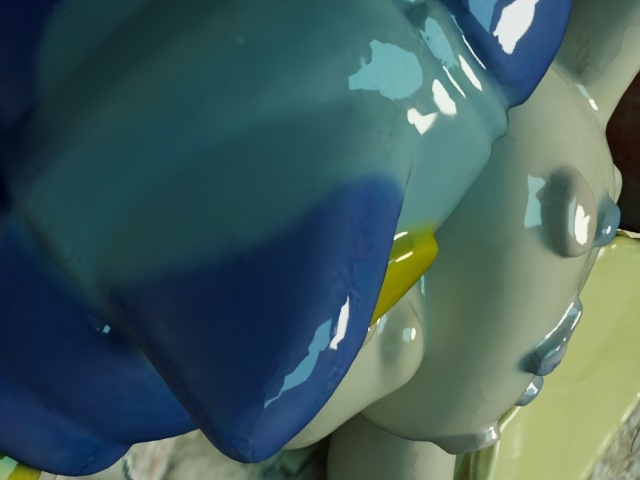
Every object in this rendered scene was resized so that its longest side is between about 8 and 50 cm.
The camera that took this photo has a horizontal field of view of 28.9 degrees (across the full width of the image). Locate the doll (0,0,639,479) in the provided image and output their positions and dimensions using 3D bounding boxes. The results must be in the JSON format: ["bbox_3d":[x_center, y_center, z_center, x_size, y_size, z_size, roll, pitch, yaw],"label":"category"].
[{"bbox_3d":[0.006,0.003,0.456,0.366,0.187,0.375,-4,109,-44],"label":"doll"}]

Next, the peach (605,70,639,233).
[{"bbox_3d":[0.190,-0.069,0.668,0.152,0.152,0.152,-20,120,-39],"label":"peach"}]

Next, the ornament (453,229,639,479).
[{"bbox_3d":[0.149,0.086,0.738,0.180,0.059,0.201,6,105,-48],"label":"ornament"}]
